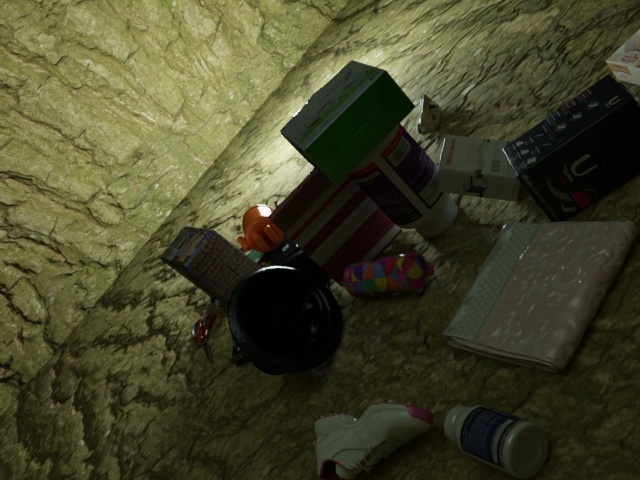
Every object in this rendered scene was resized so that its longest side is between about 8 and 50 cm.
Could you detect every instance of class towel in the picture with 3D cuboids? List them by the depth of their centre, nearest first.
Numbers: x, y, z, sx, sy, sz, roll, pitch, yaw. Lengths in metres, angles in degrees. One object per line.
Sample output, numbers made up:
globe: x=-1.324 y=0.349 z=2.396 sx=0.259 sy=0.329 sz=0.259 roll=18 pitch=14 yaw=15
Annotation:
towel: x=0.425 y=0.093 z=1.420 sx=0.331 sy=0.053 sz=0.317 roll=-55 pitch=27 yaw=-17
towel: x=0.046 y=-0.046 z=1.884 sx=0.237 sy=0.329 sz=0.037 roll=-46 pitch=32 yaw=0

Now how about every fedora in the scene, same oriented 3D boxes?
fedora: x=-0.105 y=0.229 z=1.858 sx=0.334 sy=0.334 sz=0.152 roll=-76 pitch=8 yaw=-47

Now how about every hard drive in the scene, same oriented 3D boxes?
hard drive: x=-0.152 y=0.083 z=2.316 sx=0.237 sy=0.064 sz=0.339 roll=-43 pitch=26 yaw=7

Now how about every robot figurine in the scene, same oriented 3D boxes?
robot figurine: x=-0.192 y=-0.041 z=2.338 sx=0.219 sy=0.128 sz=0.158 roll=-118 pitch=42 yaw=-65

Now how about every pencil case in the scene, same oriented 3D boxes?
pencil case: x=0.164 y=0.089 z=1.783 sx=0.236 sy=0.104 sz=0.104 roll=-9 pitch=43 yaw=49

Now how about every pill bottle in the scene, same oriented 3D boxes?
pill bottle: x=0.291 y=0.333 z=1.212 sx=0.094 sy=0.094 sz=0.169 roll=-54 pitch=26 yaw=-17
pill bottle: x=0.204 y=-0.155 z=1.810 sx=0.182 sy=0.323 sz=0.181 roll=-35 pitch=27 yaw=21

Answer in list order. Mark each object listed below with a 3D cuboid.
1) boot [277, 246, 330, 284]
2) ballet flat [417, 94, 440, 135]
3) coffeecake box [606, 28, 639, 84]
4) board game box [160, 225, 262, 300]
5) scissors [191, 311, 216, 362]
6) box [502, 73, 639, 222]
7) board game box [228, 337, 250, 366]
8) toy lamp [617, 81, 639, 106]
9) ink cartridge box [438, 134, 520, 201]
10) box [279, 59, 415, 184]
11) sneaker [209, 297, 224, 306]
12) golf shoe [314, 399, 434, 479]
boot: x=0.004 y=0.002 z=2.099 sx=0.348 sy=0.131 sz=0.260 roll=-39 pitch=21 yaw=16
ballet flat: x=0.351 y=-0.403 z=2.286 sx=0.067 sy=0.073 sz=0.206 roll=-5 pitch=42 yaw=16
coffeecake box: x=0.786 y=-0.449 z=1.655 sx=0.185 sy=0.068 sz=0.142 roll=-44 pitch=26 yaw=4
board game box: x=-0.341 y=0.082 z=2.264 sx=0.141 sy=0.232 sz=0.291 roll=-56 pitch=26 yaw=-14
scissors: x=-0.390 y=0.338 z=2.358 sx=0.109 sy=0.021 sz=0.297 roll=-37 pitch=27 yaw=14
box: x=0.553 y=-0.189 z=1.508 sx=0.270 sy=0.165 sz=0.143 roll=-37 pitch=26 yaw=20
board game box: x=-0.196 y=0.270 z=2.104 sx=0.141 sy=0.048 sz=0.170 roll=-29 pitch=36 yaw=30
toy lamp: x=0.698 y=-0.306 z=1.564 sx=0.080 sy=0.080 sz=0.275 roll=-48 pitch=24 yaw=-5
ink cartridge box: x=0.389 y=-0.178 z=1.732 sx=0.191 sy=0.082 sz=0.139 roll=8 pitch=47 yaw=14
box: x=0.054 y=-0.291 z=1.708 sx=0.262 sy=0.127 sz=0.231 roll=-45 pitch=26 yaw=0
sneaker: x=-0.364 y=0.176 z=2.503 sx=0.083 sy=0.071 sz=0.191 roll=-52 pitch=25 yaw=1
golf shoe: x=0.101 y=0.403 z=1.410 sx=0.306 sy=0.115 sz=0.140 roll=-30 pitch=39 yaw=44
